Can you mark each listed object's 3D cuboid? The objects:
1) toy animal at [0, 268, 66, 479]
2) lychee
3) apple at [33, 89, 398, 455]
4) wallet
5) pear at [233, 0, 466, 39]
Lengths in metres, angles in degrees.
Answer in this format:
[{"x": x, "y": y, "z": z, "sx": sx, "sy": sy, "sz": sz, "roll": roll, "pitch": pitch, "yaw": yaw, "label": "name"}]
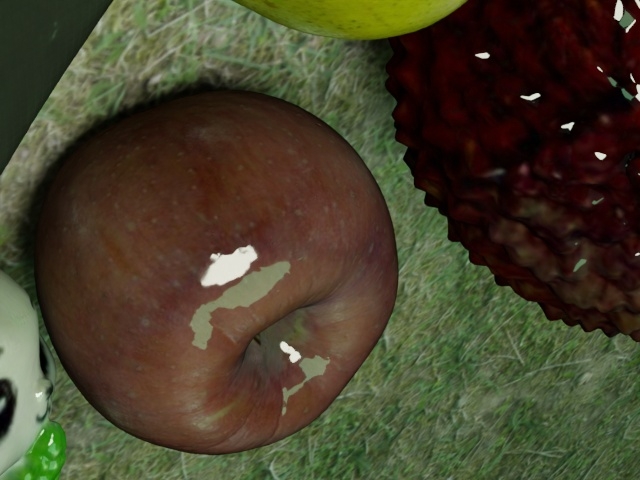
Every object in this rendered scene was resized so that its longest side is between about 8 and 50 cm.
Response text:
[{"x": -0.290, "y": 0.136, "z": 1.410, "sx": 0.212, "sy": 0.212, "sz": 0.267, "roll": -4, "pitch": 138, "yaw": -46, "label": "toy animal"}, {"x": 0.258, "y": -0.118, "z": 1.442, "sx": 0.424, "sy": 0.500, "sz": 0.425, "roll": -1, "pitch": 121, "yaw": -1, "label": "lychee"}, {"x": -0.082, "y": 0.018, "z": 1.469, "sx": 0.305, "sy": 0.235, "sz": 0.306, "roll": -29, "pitch": 145, "yaw": -23, "label": "apple"}, {"x": -0.236, "y": -0.129, "z": 1.291, "sx": 0.245, "sy": 0.052, "sz": 0.168, "roll": -53, "pitch": 148, "yaw": 10, "label": "wallet"}, {"x": 0.006, "y": -0.263, "z": 1.168, "sx": 0.294, "sy": 0.294, "sz": 0.294, "roll": -29, "pitch": 148, "yaw": -20, "label": "pear"}]
